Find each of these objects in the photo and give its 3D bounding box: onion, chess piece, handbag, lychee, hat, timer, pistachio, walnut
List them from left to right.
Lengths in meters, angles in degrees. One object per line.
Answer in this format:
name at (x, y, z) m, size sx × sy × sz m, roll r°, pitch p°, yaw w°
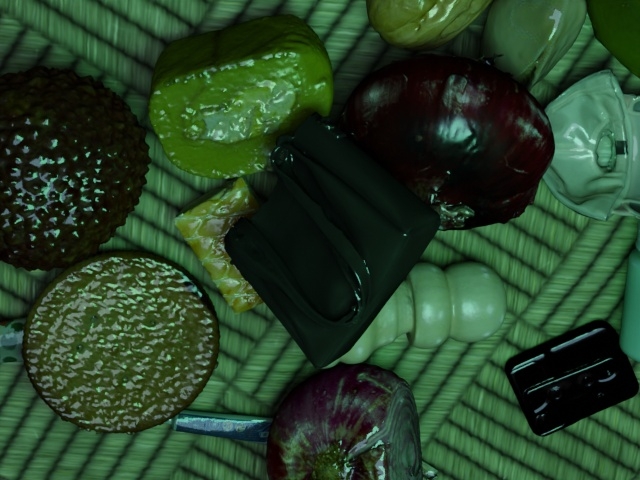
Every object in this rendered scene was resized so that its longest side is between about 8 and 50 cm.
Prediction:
lychee at (-0.383, -0.097, 1.719) m, size 0.304 × 0.275 × 0.276 m, roll -31°, pitch 109°, yaw -15°
handbag at (0.000, 0.000, 1.696) m, size 0.257 × 0.113 × 0.285 m, roll 46°, pitch 126°, yaw 20°
onion at (0.035, 0.312, 1.914) m, size 0.256 × 0.272 × 0.230 m, roll -21°, pitch 83°, yaw -2°
chess piece at (0.134, 0.101, 1.877) m, size 0.299 × 0.167 × 0.167 m, roll -3°, pitch 109°, yaw -6°
walnut at (0.153, -0.354, 1.721) m, size 0.159 × 0.159 × 0.207 m, roll 38°, pitch 110°, yaw -14°
onion at (0.165, -0.119, 1.735) m, size 0.314 × 0.314 × 0.232 m, roll 23°, pitch 63°, yaw -10°
pistachio at (0.290, -0.291, 1.738) m, size 0.126 × 0.223 × 0.152 m, roll 13°, pitch 63°, yaw -10°
timer at (0.402, 0.221, 1.981) m, size 0.187 × 0.055 × 0.144 m, roll -25°, pitch 108°, yaw 5°
hat at (0.440, -0.129, 1.853) m, size 0.226 × 0.164 × 0.220 m, roll 9°, pitch 86°, yaw -46°

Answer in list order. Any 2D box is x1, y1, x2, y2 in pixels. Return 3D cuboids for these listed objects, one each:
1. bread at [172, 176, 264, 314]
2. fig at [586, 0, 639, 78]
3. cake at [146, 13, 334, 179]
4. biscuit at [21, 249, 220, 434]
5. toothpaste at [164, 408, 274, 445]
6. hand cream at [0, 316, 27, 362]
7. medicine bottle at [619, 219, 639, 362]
bread at (-0.122, 0.007, 1.871) m, size 0.125 × 0.068 × 0.188 m, roll -30°, pitch 108°, yaw 7°
fig at (0.527, -0.334, 1.669) m, size 0.343 × 0.343 × 0.343 m, roll -1°, pitch 109°, yaw -3°
cake at (-0.107, -0.201, 1.758) m, size 0.260 × 0.156 × 0.179 m, roll -12°, pitch 126°, yaw 6°
biscuit at (-0.304, 0.157, 1.907) m, size 0.305 × 0.038 × 0.305 m, roll -4°, pitch 107°, yaw -13°
toothpaste at (-0.161, 0.295, 1.985) m, size 0.197 × 0.035 × 0.057 m, roll 8°, pitch 117°, yaw -9°
hand cream at (-0.458, 0.152, 1.910) m, size 0.276 × 0.059 × 0.095 m, roll -6°, pitch 110°, yaw -6°
medicine bottle at (0.535, 0.073, 1.893) m, size 0.139 × 0.139 × 0.225 m, roll 0°, pitch 108°, yaw -3°
